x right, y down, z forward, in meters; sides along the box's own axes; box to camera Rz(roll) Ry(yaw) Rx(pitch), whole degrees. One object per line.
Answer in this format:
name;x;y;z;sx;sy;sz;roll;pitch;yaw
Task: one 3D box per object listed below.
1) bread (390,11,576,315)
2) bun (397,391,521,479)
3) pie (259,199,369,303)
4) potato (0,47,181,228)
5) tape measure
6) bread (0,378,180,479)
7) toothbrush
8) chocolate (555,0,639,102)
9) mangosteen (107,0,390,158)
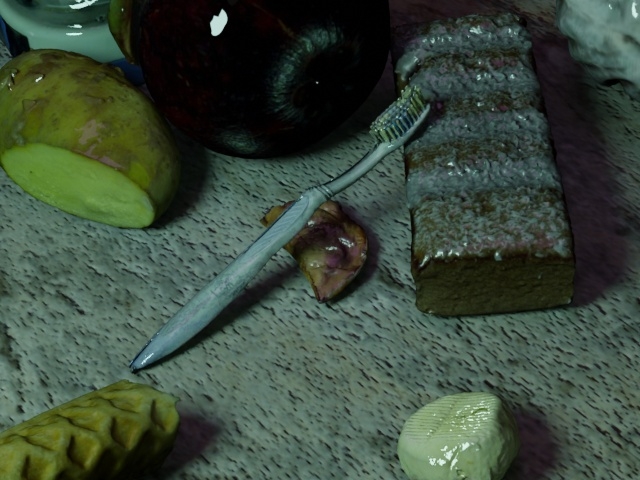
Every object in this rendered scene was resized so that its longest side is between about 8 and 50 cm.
bread;0.163;-0.090;1.742;0.165;0.113;0.416;-8;41;4
bun;0.126;0.184;1.459;0.115;0.069;0.115;-14;20;5
pie;0.000;0.000;1.724;0.092;0.034;0.170;-26;42;-14
potato;-0.267;-0.116;1.826;0.176;0.141;0.298;-40;48;-18
tape measure;-0.281;-0.303;2.051;0.259;0.138;0.262;-18;41;-9
bread;-0.239;0.198;1.430;0.098;0.087;0.269;6;19;40
toothbrush;-0.039;-0.009;1.665;0.413;0.042;0.035;-44;37;-11
chocolate;0.388;-0.252;1.801;0.303;0.303;0.213;10;70;21
mangosteen;-0.070;-0.247;1.823;0.300;0.300;0.300;-5;40;4
